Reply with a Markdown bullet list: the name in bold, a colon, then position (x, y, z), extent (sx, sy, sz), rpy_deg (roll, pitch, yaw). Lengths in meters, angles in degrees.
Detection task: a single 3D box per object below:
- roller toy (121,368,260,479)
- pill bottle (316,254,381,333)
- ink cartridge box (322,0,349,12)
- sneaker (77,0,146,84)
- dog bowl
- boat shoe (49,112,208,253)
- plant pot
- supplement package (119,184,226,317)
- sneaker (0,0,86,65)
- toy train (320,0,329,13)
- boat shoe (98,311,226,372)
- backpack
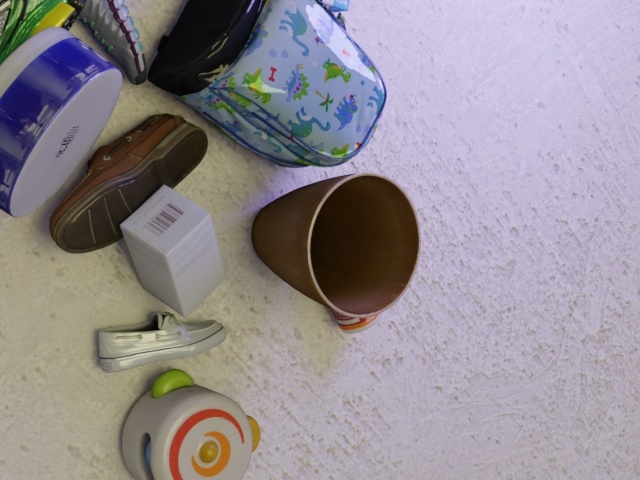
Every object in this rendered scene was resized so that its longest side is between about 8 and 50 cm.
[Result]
- **roller toy**: position (-0.214, 0.337, 1.972), extent (0.209, 0.146, 0.191), rpy_deg (43, 70, -32)
- **pill bottle**: position (0.048, 0.087, 2.182), extent (0.086, 0.086, 0.152), rpy_deg (-38, 115, -28)
- **ink cartridge box**: position (-0.029, -0.473, 2.085), extent (0.181, 0.061, 0.104), rpy_deg (12, 88, -37)
- **sneaker**: position (-0.346, -0.341, 1.866), extent (0.098, 0.083, 0.224), rpy_deg (-22, 103, -13)
- **dog bowl**: position (-0.401, -0.166, 1.704), extent (0.104, 0.265, 0.265), rpy_deg (35, 70, 3)
- **boat shoe**: position (-0.317, -0.092, 1.884), extent (0.307, 0.104, 0.111), rpy_deg (-40, 144, -31)
- **plant pot**: position (0.000, 0.000, 2.033), extent (0.237, 0.254, 0.237), rpy_deg (-3, 96, -37)
- **supplement package**: position (-0.232, 0.019, 1.906), extent (0.105, 0.105, 0.179), rpy_deg (-46, 152, -25)
- **sneaker**: position (-0.499, -0.262, 1.733), extent (0.146, 0.134, 0.344), rpy_deg (38, 72, -11)
- **toy train**: position (-0.036, -0.430, 2.030), extent (0.036, 0.027, 0.158), rpy_deg (-50, 123, -13)
- **boat shoe**: position (-0.257, 0.154, 1.962), extent (0.226, 0.083, 0.076), rpy_deg (-15, 104, -34)
- **backpack**: position (-0.061, -0.267, 1.989), extent (0.355, 0.273, 0.290), rpy_deg (51, 58, -42)
